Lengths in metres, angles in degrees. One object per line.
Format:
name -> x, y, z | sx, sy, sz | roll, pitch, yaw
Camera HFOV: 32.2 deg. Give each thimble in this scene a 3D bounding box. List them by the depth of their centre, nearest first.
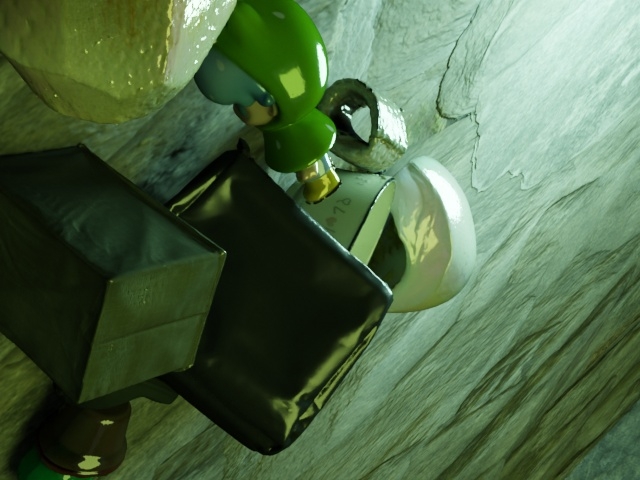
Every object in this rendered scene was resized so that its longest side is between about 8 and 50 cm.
thimble -> 0.054, -0.153, 1.469 | 0.102, 0.115, 0.090 | -48, 152, 11

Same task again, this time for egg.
egg -> 0.164, 0.010, 1.706 | 0.206, 0.162, 0.271 | -31, 155, -48

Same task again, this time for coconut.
coconut -> -0.182, -0.232, 0.970 | 0.237, 0.197, 0.237 | -57, 159, -35

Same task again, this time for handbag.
handbag -> -0.096, 0.066, 1.335 | 0.275, 0.302, 0.178 | -51, -169, -14

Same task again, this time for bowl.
bowl -> 0.000, 0.000, 1.500 | 0.237, 0.126, 0.237 | -60, 168, -21

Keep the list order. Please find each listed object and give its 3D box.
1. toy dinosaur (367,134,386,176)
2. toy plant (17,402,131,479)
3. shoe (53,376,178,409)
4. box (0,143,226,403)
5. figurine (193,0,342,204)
toy dinosaur -> 0.089, -0.099, 1.658 | 0.058, 0.037, 0.180 | -24, 134, -22
toy plant -> -0.307, 0.268, 1.397 | 0.143, 0.105, 0.200 | -9, 140, -53
shoe -> -0.267, 0.160, 1.315 | 0.093, 0.108, 0.241 | -48, 142, 5
box -> -0.240, 0.028, 1.113 | 0.149, 0.231, 0.155 | -15, 133, -48
figurine -> -0.049, -0.167, 1.240 | 0.143, 0.162, 0.263 | -23, 124, 8
